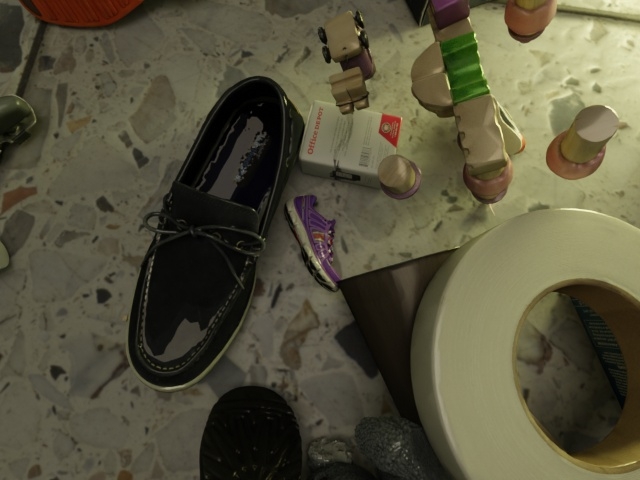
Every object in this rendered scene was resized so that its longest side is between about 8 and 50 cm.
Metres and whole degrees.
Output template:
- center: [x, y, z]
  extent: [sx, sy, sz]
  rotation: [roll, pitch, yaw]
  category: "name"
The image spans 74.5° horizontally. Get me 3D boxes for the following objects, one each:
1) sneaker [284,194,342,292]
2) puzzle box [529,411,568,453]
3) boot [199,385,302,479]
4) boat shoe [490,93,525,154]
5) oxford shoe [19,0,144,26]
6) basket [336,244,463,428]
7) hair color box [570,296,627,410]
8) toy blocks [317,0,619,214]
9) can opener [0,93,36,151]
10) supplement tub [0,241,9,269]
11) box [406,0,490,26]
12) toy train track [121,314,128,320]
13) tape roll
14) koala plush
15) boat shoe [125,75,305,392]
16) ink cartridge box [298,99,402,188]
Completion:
- center: [0.000, 0.000, 0.671]
  extent: [0.071, 0.068, 0.169]
  rotation: [-21, 79, -10]
  category: "sneaker"
- center: [0.221, 0.457, 0.587]
  extent: [0.409, 0.052, 0.272]
  rotation: [-42, 81, -7]
  category: "puzzle box"
- center: [-0.111, 0.403, 0.552]
  extent: [0.131, 0.348, 0.260]
  rotation: [9, 122, -15]
  category: "boot"
- center: [0.301, -0.205, 0.721]
  extent: [0.043, 0.049, 0.137]
  rotation: [-20, 73, -47]
  category: "boat shoe"
- center: [-0.364, -0.489, 0.758]
  extent: [0.364, 0.130, 0.132]
  rotation: [-12, 46, 5]
  category: "oxford shoe"
- center: [0.149, 0.140, 0.602]
  extent: [0.205, 0.154, 0.226]
  rotation: [-14, 83, -9]
  category: "basket"
- center: [0.529, 0.195, 0.609]
  extent: [0.174, 0.105, 0.347]
  rotation: [-19, 79, -3]
  category: "hair color box"
- center: [0.203, -0.190, 0.619]
  extent: [0.309, 0.260, 0.288]
  rotation: [-14, 79, 19]
  category: "toy blocks"
- center: [-0.597, -0.144, 0.692]
  extent: [0.280, 0.093, 0.074]
  rotation: [-43, 83, -3]
  category: "can opener"
- center: [-0.566, 0.038, 0.662]
  extent: [0.107, 0.071, 0.071]
  rotation: [-27, 80, -6]
  category: "supplement tub"
- center: [0.277, -0.606, 0.728]
  extent: [0.343, 0.179, 0.312]
  rotation: [-21, 79, -4]
  category: "box"
- center: [-0.277, 0.126, 0.672]
  extent: [0.083, 0.014, 0.048]
  rotation: [3, 79, 0]
  category: "toy train track"
- center: [0.303, 0.153, 0.497]
  extent: [0.392, 0.072, 0.391]
  rotation: [2, 75, -8]
  category: "tape roll"
- center: [0.061, 0.343, 0.533]
  extent: [0.221, 0.203, 0.196]
  rotation: [-22, 51, 32]
  category: "koala plush"
- center: [-0.161, -0.022, 0.630]
  extent: [0.187, 0.156, 0.500]
  rotation: [22, 81, 3]
  category: "boat shoe"
- center: [0.049, -0.158, 0.700]
  extent: [0.151, 0.063, 0.109]
  rotation: [12, 79, 3]
  category: "ink cartridge box"
